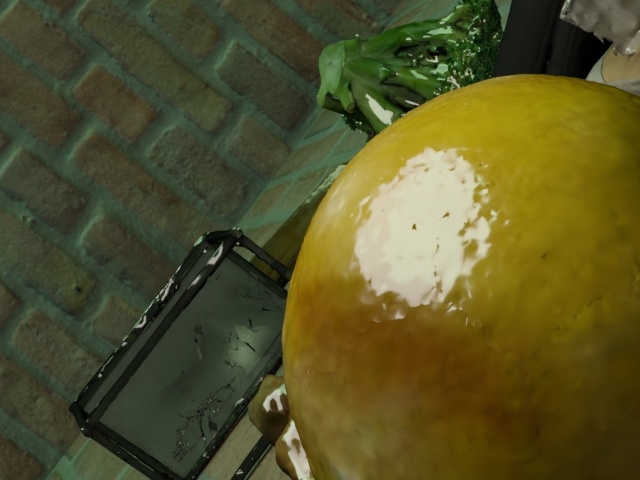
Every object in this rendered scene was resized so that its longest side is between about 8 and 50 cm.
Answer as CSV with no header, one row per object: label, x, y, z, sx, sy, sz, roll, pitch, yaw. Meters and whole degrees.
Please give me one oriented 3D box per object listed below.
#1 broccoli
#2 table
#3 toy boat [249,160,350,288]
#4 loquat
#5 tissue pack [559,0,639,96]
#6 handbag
broccoli,0.136,-0.180,1.608,0.308,0.275,0.307,-169,90,-68
table,-0.156,0.179,1.693,0.335,0.222,0.272,-54,10,-9
toy boat,0.000,0.000,1.888,0.321,0.121,0.089,-46,-11,22
loquat,0.110,0.077,0.716,0.360,0.328,0.328,-18,28,31
tissue pack,0.353,-0.228,0.977,0.305,0.239,0.238,-52,11,-3
handbag,0.266,-0.198,1.121,0.244,0.088,0.275,-20,-49,-37
